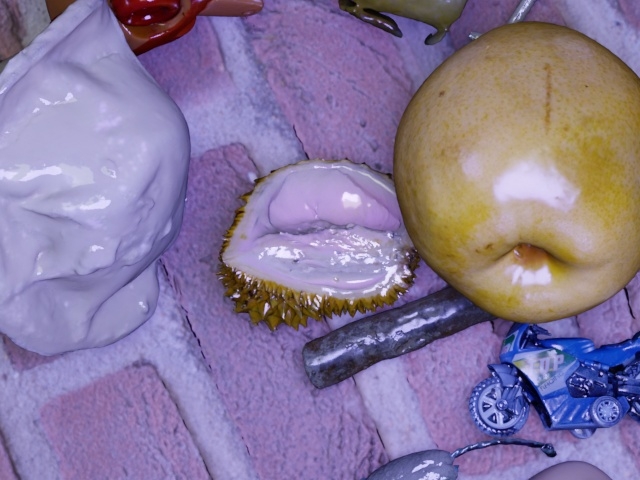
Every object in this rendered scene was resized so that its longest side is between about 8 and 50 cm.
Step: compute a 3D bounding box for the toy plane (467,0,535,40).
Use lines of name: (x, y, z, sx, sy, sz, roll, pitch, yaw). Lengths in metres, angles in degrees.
toy plane: (0.278, -0.334, 1.545, 0.092, 0.108, 0.286, 35, 98, 5)

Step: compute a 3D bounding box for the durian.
durian: (0.001, 0.011, 1.497, 0.250, 0.138, 0.183, -10, 46, -11)

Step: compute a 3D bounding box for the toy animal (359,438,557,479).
toy animal: (0.138, 0.257, 1.483, 0.253, 0.079, 0.070, -23, 81, -1)

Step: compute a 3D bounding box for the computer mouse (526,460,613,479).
computer mouse: (0.239, 0.347, 1.467, 0.236, 0.082, 0.145, -37, 83, -3)

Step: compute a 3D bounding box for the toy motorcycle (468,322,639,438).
toy motorcycle: (0.287, 0.147, 1.487, 0.254, 0.092, 0.135, -2, 73, -6)

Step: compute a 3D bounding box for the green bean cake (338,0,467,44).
green bean cake: (0.084, -0.408, 1.501, 0.202, 0.285, 0.310, 17, 108, -18)

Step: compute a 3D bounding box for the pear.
pear: (0.223, -0.071, 1.405, 0.314, 0.314, 0.314, 0, 83, 3)

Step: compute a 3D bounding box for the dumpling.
dumpling: (-0.277, -0.045, 1.407, 0.233, 0.395, 0.315, 18, 39, 30)

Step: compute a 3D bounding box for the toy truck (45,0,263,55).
toy truck: (-0.183, -0.312, 1.535, 0.265, 0.239, 0.189, -21, 79, 41)

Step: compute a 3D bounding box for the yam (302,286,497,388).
yam: (0.110, 0.096, 1.516, 0.274, 0.061, 0.061, -21, 82, -1)
